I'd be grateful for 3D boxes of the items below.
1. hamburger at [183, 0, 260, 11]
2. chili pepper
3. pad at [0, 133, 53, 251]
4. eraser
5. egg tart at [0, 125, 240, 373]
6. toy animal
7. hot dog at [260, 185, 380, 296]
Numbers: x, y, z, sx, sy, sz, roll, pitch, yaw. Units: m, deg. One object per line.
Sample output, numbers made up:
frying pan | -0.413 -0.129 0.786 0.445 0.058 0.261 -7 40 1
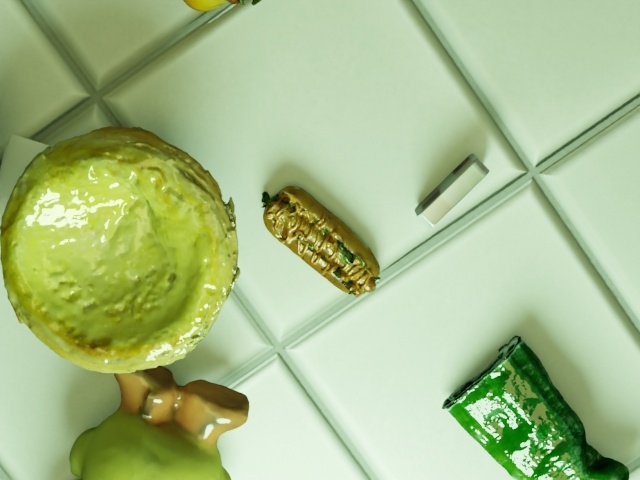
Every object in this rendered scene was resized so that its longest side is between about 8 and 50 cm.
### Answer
hamburger | -0.105 -0.392 1.780 0.170 0.246 0.246 -15 100 15
chili pepper | 0.297 0.265 1.967 0.136 0.099 0.270 -44 93 -2
pad | -0.312 -0.031 1.946 0.232 0.004 0.156 20 100 5
eraser | 0.165 -0.063 1.926 0.026 0.065 0.105 45 96 -6
egg tart | -0.244 0.010 1.880 0.315 0.120 0.315 1 97 10
toy animal | -0.225 0.332 1.932 0.216 0.191 0.338 19 100 -4
hot dog | 0.000 0.000 1.942 0.188 0.055 0.072 40 99 -7
